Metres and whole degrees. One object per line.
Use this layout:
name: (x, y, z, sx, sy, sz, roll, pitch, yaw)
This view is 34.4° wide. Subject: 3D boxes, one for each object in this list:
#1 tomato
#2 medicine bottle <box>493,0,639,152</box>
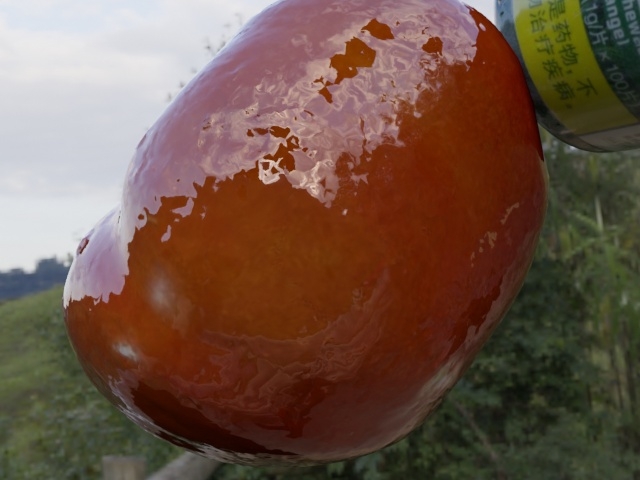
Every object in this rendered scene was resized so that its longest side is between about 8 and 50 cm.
tomato: (-0.002, 0.003, 0.493, 0.180, 0.259, 0.260, 35, -1, 4)
medicine bottle: (0.223, -0.126, 0.450, 0.141, 0.141, 0.293, -4, -2, -36)
